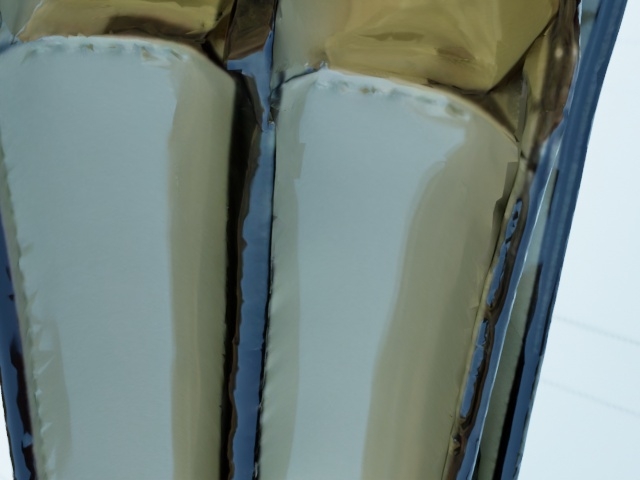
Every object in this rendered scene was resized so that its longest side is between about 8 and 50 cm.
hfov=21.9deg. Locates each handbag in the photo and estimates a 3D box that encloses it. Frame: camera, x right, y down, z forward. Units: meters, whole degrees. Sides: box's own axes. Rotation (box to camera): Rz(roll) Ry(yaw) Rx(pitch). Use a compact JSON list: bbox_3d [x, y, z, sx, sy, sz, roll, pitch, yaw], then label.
[{"bbox_3d":[0.000,0.000,0.540,0.160,0.358,0.237,8,-134,2],"label":"handbag"}]
